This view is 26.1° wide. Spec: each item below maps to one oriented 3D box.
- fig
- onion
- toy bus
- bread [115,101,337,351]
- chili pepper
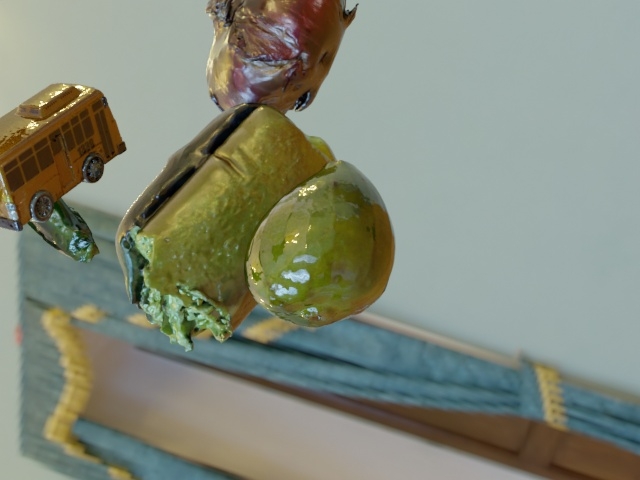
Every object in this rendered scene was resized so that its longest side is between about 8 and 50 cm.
[{"bbox_3d":[0.000,0.000,1.831,0.203,0.203,0.225,96,178,-70],"label":"fig"},{"bbox_3d":[-0.090,-0.338,2.307,0.314,0.232,0.314,-61,10,18],"label":"onion"},{"bbox_3d":[-0.333,-0.106,1.632,0.201,0.098,0.114,-44,-46,-42],"label":"toy bus"},{"bbox_3d":[-0.131,-0.031,2.094,0.376,0.251,0.208,-49,27,-17],"label":"bread"},{"bbox_3d":[-0.365,-0.045,1.805,0.062,0.216,0.108,-45,-27,-20],"label":"chili pepper"}]
